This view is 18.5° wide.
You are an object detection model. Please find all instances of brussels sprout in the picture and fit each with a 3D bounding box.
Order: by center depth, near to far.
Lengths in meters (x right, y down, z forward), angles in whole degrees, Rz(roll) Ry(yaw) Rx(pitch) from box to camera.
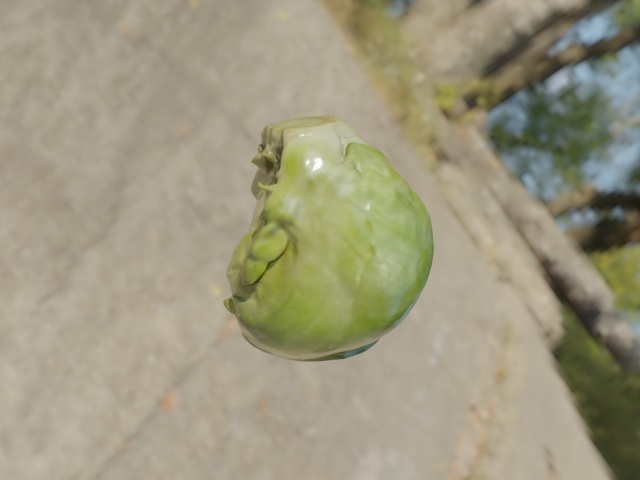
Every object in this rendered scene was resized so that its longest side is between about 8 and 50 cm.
[{"bbox_3d":[0.008,0.002,1.437,0.145,0.183,0.131,12,13,-13],"label":"brussels sprout"}]
